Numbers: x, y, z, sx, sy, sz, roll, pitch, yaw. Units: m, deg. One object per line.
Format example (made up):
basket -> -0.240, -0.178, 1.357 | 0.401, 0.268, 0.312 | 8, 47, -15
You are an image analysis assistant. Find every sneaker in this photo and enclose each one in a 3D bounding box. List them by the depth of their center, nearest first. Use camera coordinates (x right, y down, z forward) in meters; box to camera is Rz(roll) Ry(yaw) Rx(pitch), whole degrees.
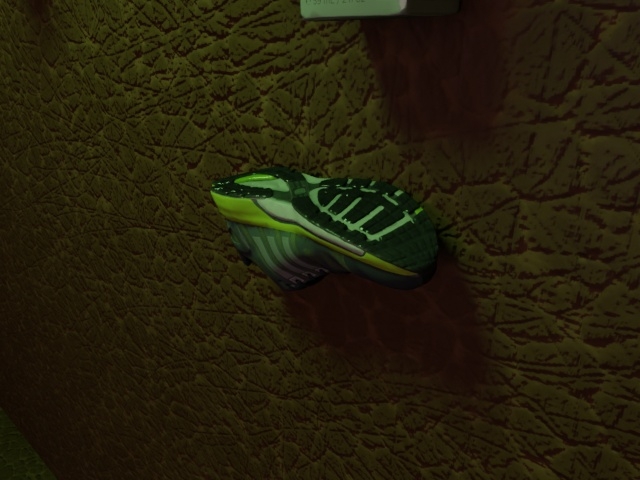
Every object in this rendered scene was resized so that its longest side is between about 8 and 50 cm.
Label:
sneaker -> 0.000, 0.000, 0.577 | 0.299, 0.111, 0.121 | 20, 130, 45

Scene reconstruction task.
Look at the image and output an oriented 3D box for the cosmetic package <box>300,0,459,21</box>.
cosmetic package -> 0.047, -0.294, 0.410 | 0.117, 0.085, 0.231 | 17, 119, 40
